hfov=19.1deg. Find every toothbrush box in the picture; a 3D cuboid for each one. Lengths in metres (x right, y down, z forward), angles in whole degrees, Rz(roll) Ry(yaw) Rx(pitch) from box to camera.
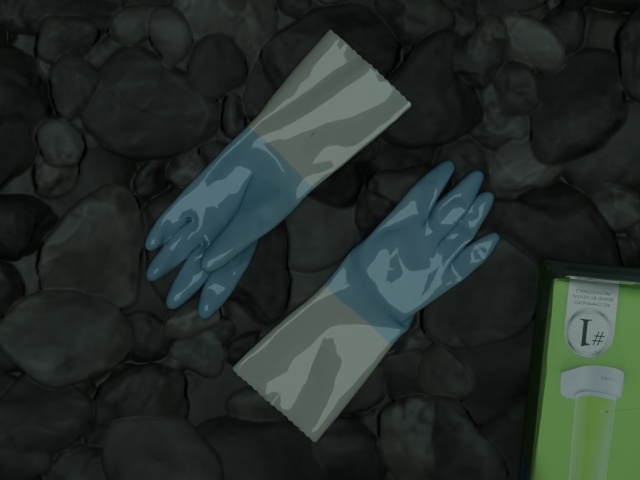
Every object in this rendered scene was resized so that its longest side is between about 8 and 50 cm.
[{"bbox_3d":[0.243,0.166,1.315,0.206,0.122,0.283,5,95,2],"label":"toothbrush box"}]

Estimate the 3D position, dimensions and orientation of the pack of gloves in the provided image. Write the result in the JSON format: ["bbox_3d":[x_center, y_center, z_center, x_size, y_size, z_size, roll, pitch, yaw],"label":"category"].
[{"bbox_3d":[0.000,0.000,1.352,0.195,0.046,0.232,43,96,0],"label":"pack of gloves"}]
